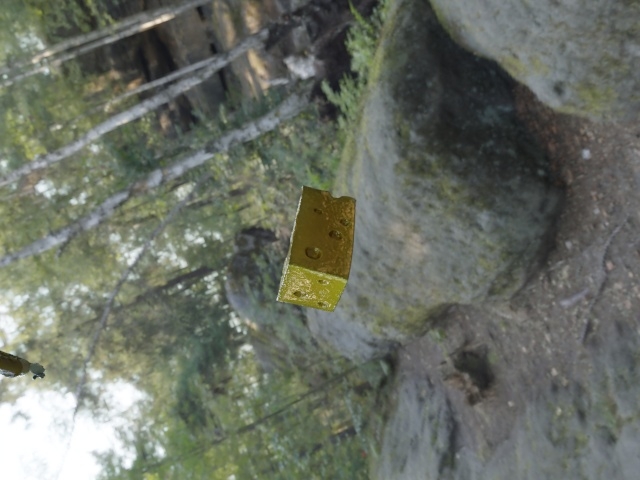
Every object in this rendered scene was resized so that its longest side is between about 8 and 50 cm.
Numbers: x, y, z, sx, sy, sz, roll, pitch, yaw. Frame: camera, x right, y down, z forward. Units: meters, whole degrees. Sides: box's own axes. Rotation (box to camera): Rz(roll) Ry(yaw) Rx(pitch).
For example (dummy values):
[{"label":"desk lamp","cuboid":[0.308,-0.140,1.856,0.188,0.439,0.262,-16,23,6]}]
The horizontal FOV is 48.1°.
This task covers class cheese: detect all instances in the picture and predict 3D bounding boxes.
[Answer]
[{"label":"cheese","cuboid":[0.000,0.000,1.084,0.126,0.093,0.171,109,171,-62]}]

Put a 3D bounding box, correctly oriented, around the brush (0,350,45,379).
[{"label":"brush","cuboid":[-0.160,0.034,0.264,0.218,0.082,0.010,132,159,-76]}]
